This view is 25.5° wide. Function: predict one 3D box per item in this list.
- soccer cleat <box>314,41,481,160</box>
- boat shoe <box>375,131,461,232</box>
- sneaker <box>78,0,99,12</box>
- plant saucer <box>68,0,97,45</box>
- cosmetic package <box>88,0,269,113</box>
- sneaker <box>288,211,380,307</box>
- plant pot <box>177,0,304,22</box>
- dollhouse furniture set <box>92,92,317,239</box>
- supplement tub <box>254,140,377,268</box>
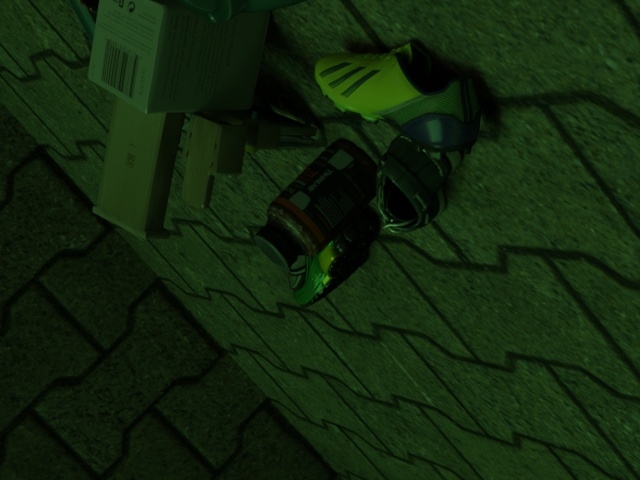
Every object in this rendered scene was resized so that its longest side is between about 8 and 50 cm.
[{"bbox_3d":[0.094,-0.195,1.723,0.289,0.093,0.121,34,131,47],"label":"soccer cleat"},{"bbox_3d":[0.109,-0.068,1.935,0.116,0.099,0.319,43,164,6],"label":"boat shoe"},{"bbox_3d":[-0.426,-0.465,2.320,0.221,0.083,0.087,54,170,-20],"label":"sneaker"},{"bbox_3d":[-0.420,-0.401,2.576,0.067,0.018,0.192,35,162,32],"label":"plant saucer"},{"bbox_3d":[-0.195,-0.270,1.944,0.151,0.183,0.151,31,118,40],"label":"cosmetic package"},{"bbox_3d":[0.000,0.000,2.382,0.146,0.134,0.343,49,157,11],"label":"sneaker"},{"bbox_3d":[-0.094,-0.360,1.523,0.293,0.196,0.293,40,165,14],"label":"plant pot"},{"bbox_3d":[-0.134,-0.104,2.093,0.303,0.198,0.286,-2,-161,-44],"label":"dollhouse furniture set"},{"bbox_3d":[-0.007,-0.049,2.093,0.106,0.198,0.106,40,163,15],"label":"supplement tub"}]
